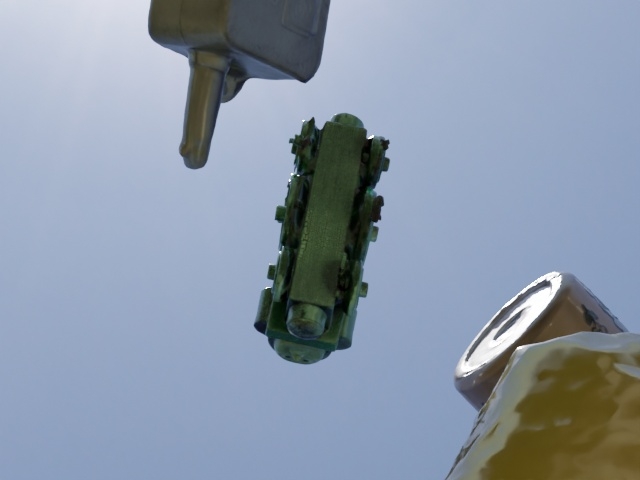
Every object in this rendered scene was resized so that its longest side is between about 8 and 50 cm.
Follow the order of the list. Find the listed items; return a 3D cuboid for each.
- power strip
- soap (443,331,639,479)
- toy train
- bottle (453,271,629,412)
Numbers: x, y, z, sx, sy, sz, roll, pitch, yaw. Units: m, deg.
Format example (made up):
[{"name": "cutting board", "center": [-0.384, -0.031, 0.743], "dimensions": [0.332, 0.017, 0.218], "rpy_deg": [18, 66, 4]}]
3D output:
[{"name": "power strip", "center": [-0.030, -0.175, 0.853], "dimensions": [0.053, 0.093, 0.288], "rpy_deg": [5, -96, 30]}, {"name": "soap", "center": [0.133, 0.210, 0.641], "dimensions": [0.306, 0.115, 0.427], "rpy_deg": [14, -134, 23]}, {"name": "toy train", "center": [0.000, 0.000, 1.166], "dimensions": [0.071, 0.104, 0.178], "rpy_deg": [13, -125, -3]}, {"name": "bottle", "center": [0.155, 0.097, 0.952], "dimensions": [0.152, 0.099, 0.099], "rpy_deg": [43, -111, -6]}]
